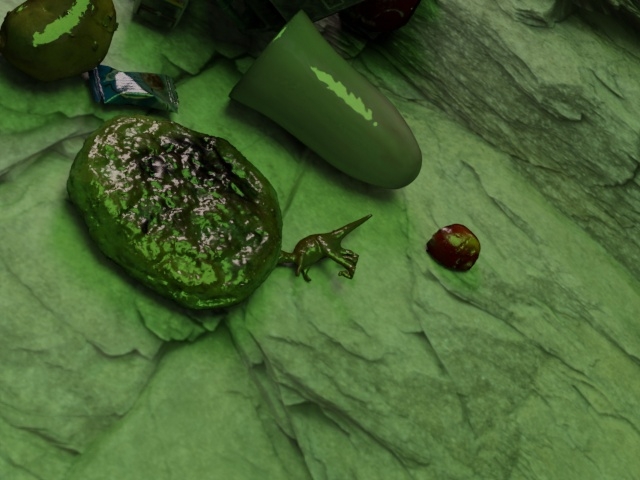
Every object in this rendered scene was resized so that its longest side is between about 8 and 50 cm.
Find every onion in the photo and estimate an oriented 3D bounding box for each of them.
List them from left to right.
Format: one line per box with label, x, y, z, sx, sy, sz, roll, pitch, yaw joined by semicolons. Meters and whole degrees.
onion;0.121;-0.465;1.889;0.140;0.218;0.195;27;72;1

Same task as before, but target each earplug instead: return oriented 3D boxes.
earplug;0.030;-0.189;1.683;0.301;0.172;0.172;40;46;-5

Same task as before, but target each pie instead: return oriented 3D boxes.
pie;-0.184;-0.053;1.506;0.323;0.070;0.323;16;48;-19

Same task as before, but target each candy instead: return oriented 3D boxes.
candy;-0.270;-0.220;1.610;0.136;0.038;0.088;5;41;-30

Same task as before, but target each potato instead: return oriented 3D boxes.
potato;-0.366;-0.292;1.552;0.176;0.137;0.137;-37;78;-22

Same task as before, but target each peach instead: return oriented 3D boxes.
peach;0.209;0.004;1.705;0.083;0.050;0.077;26;46;-5

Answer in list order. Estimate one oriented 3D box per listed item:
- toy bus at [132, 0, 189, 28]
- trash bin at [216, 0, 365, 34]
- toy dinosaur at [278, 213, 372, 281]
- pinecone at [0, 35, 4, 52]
toy bus;-0.230;-0.447;1.759;0.092;0.106;0.268;22;45;-14
trash bin;-0.057;-0.542;1.733;0.259;0.295;0.381;40;33;-62
toy dinosaur;0.000;0.000;1.591;0.126;0.039;0.162;20;48;-3
pinecone;-0.524;-0.201;1.303;0.296;0.242;0.298;-1;69;-23
